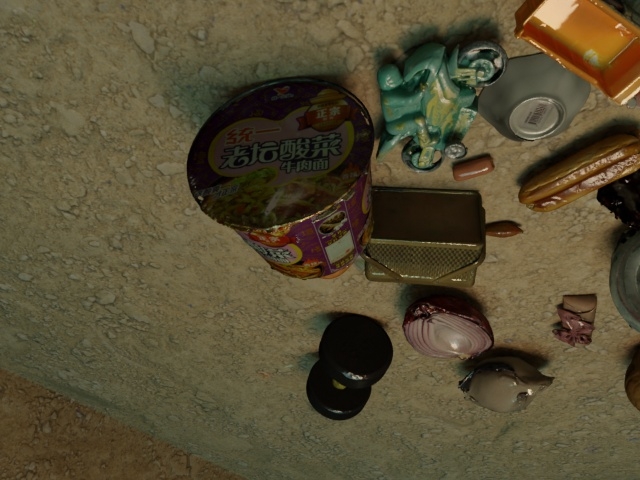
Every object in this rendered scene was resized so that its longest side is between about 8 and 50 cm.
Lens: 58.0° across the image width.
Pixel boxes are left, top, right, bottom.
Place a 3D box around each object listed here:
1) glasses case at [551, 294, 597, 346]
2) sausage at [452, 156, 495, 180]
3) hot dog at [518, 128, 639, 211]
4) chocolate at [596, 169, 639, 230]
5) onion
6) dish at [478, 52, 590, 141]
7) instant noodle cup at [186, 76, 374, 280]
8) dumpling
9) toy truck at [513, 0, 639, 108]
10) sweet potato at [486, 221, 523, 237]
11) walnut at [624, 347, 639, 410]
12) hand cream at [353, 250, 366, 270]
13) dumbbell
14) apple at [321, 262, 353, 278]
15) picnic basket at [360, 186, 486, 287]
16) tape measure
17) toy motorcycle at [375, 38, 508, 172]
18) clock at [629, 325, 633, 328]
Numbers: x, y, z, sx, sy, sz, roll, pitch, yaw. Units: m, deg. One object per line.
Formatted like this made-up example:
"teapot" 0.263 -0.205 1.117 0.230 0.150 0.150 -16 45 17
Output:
"glasses case" 0.659 0.220 1.502 0.103 0.070 0.193 -3 139 17
"sausage" 0.305 -0.143 1.155 0.083 0.034 0.034 -15 135 24
"hot dog" 0.496 -0.130 1.107 0.100 0.068 0.250 22 143 -35
"chocolate" 0.625 -0.064 1.114 0.156 0.133 0.156 7 140 6
"onion" 0.321 0.204 1.506 0.227 0.120 0.283 -15 139 29
"dish" 0.373 -0.231 1.009 0.191 0.066 0.190 5 141 4
"instant noodle cup" -0.045 -0.089 1.080 0.340 0.339 0.266 -2 148 14
"dumpling" 0.545 0.401 1.702 0.293 0.205 0.163 -23 102 54
"toy truck" 0.422 -0.300 0.859 0.271 0.135 0.114 24 138 -17
"sweet potato" 0.402 -0.022 1.285 0.095 0.034 0.034 -3 139 14
"walnut" 0.926 0.376 1.536 0.228 0.227 0.228 5 141 4
"hand cream" 0.145 0.043 1.412 0.174 0.047 0.076 -12 138 37
"dumbbell" 0.078 0.382 1.710 0.204 0.203 0.322 12 141 -3
"apple" 0.000 0.000 1.274 0.199 0.199 0.199 5 141 4
"picnic basket" 0.215 -0.008 1.234 0.267 0.165 0.139 3 139 7
"tape measure" 0.724 0.076 1.167 0.256 0.274 0.147 -21 159 38
"toy motorcycle" 0.184 -0.233 1.014 0.199 0.109 0.296 16 140 -3
"clock" 0.807 0.123 1.344 0.187 0.083 0.253 -13 136 26
